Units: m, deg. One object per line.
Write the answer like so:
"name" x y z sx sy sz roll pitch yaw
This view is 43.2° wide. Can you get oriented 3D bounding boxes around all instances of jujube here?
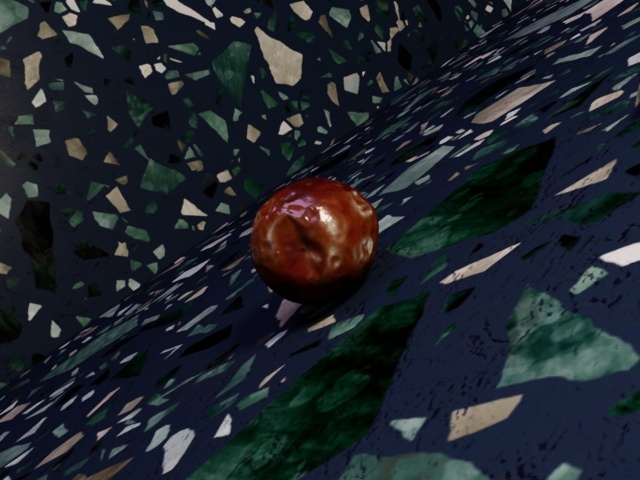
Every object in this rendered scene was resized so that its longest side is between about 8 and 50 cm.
"jujube" 0.000 0.000 1.056 0.168 0.168 0.236 -30 -5 10

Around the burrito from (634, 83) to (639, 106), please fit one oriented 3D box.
"burrito" 0.436 -0.281 0.831 0.117 0.076 0.392 -41 -18 -23
